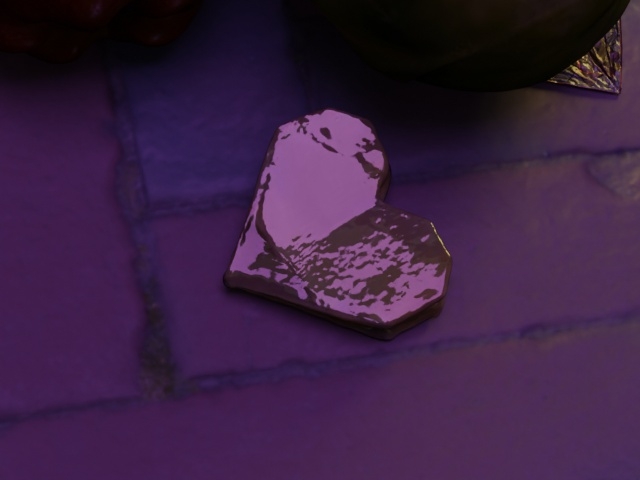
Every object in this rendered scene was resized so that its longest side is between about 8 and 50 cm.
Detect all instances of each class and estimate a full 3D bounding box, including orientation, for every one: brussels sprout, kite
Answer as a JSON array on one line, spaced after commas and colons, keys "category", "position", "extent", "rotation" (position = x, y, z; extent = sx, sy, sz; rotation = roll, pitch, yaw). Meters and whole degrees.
[{"category": "brussels sprout", "position": [0.111, -0.303, 1.360], "extent": [0.343, 0.425, 0.361], "rotation": [-3, 89, 20]}, {"category": "kite", "position": [0.198, -0.224, 1.533], "extent": [0.198, 0.006, 0.244], "rotation": [-32, 74, -17]}]

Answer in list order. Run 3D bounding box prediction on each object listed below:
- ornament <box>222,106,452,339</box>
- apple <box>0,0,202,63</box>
[{"category": "ornament", "position": [0.000, 0.000, 1.390], "extent": [0.180, 0.059, 0.201], "rotation": [-26, 73, -13]}, {"category": "apple", "position": [-0.211, -0.317, 1.384], "extent": [0.288, 0.288, 0.316], "rotation": [-7, 87, -9]}]
